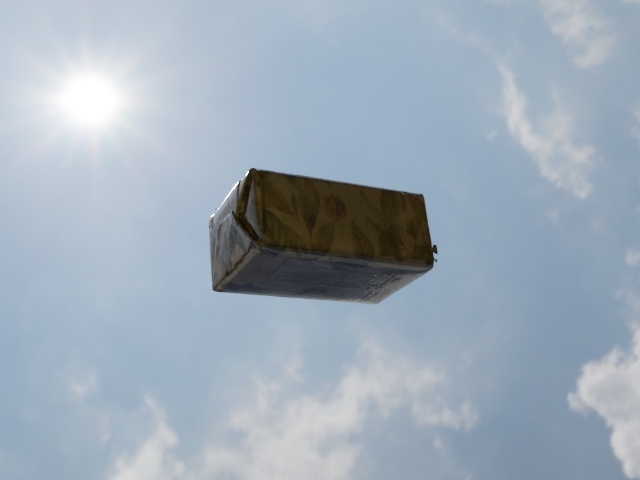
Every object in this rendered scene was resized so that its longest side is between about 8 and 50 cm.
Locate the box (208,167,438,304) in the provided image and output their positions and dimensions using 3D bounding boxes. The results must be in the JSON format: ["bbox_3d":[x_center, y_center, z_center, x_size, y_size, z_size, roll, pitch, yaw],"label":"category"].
[{"bbox_3d":[0.000,0.000,0.479,0.098,0.062,0.045,5,-116,-26],"label":"box"}]
